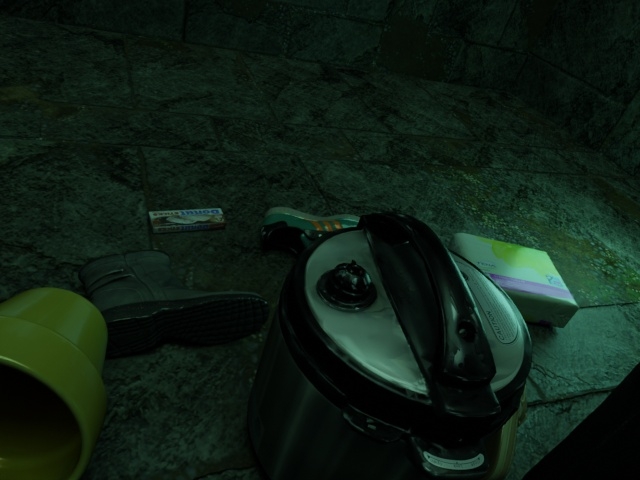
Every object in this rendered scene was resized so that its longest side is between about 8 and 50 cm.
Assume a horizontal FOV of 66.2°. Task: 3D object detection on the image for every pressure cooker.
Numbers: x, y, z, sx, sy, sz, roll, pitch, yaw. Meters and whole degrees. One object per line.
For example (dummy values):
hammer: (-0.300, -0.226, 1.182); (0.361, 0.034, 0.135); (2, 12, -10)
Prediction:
pressure cooker: (0.096, 0.181, 0.736); (0.370, 0.420, 0.375); (33, 37, 21)

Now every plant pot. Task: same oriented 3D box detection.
plant pot: (-0.410, 0.188, 0.676); (0.254, 0.254, 0.239); (11, 21, -10)

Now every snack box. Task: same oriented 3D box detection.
snack box: (-0.325, -0.050, 1.205); (0.178, 0.022, 0.064); (-5, 40, -29)

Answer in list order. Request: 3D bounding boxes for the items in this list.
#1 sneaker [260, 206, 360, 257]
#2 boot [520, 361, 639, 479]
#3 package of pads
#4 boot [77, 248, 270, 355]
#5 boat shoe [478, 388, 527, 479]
sneaker: (0.000, 0.000, 1.218); (0.302, 0.108, 0.121); (7, 36, -1)
boot: (0.463, 0.311, 0.696); (0.367, 0.445, 0.146); (-3, 40, -27)
package of pads: (0.490, 0.098, 1.297); (0.296, 0.101, 0.229); (12, 36, -9)
boot: (-0.283, 0.093, 0.960); (0.338, 0.118, 0.222); (1, 33, -29)
boat shoe: (0.343, 0.307, 0.932); (0.110, 0.121, 0.341); (38, 44, -11)
